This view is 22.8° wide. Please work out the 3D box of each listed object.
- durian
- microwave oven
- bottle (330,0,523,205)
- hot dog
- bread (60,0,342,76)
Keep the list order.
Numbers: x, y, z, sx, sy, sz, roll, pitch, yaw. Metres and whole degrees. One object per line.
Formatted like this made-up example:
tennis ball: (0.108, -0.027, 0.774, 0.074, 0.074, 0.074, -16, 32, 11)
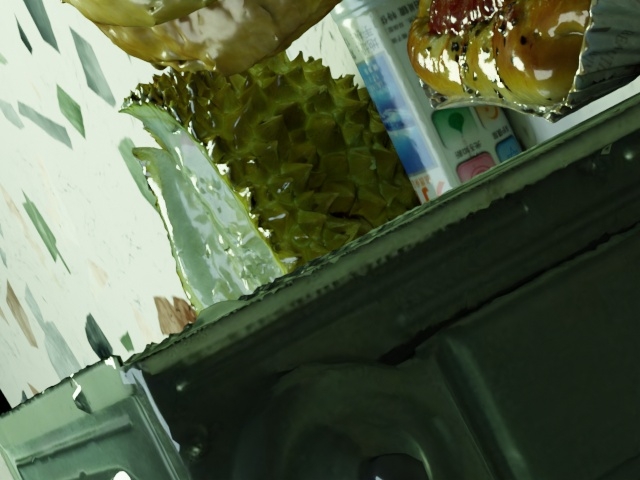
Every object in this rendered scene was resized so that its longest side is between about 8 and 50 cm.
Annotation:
durian: (0.000, 0.000, 0.880, 0.193, 0.138, 0.237, 14, 125, 60)
microwave oven: (0.129, 0.157, 0.512, 0.394, 0.333, 0.247, 62, 155, 1)
bottle: (0.073, -0.034, 0.777, 0.217, 0.060, 0.060, 64, 159, -3)
hot dog: (0.081, -0.099, 0.613, 0.191, 0.059, 0.108, -154, 83, -73)
bread: (-0.041, -0.172, 0.688, 0.120, 0.198, 0.236, 46, 174, -30)
